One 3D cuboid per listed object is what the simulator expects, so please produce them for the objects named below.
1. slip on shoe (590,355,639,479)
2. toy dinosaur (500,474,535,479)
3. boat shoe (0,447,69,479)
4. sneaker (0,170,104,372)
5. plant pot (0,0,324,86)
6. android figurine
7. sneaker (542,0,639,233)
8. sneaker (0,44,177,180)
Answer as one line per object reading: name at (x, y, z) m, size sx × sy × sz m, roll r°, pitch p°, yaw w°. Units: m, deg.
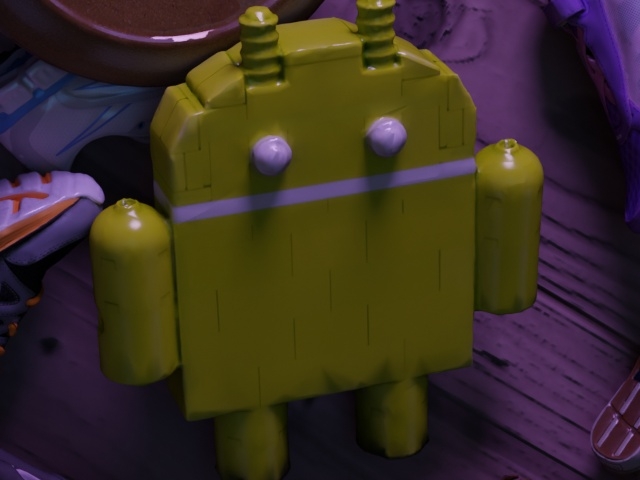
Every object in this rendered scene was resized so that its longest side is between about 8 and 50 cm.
slip on shoe at (0.210, 0.082, 1.160) m, size 0.135 × 0.051 × 0.041 m, roll -53°, pitch 139°, yaw -11°
toy dinosaur at (0.254, 0.166, 1.112) m, size 0.322 × 0.164 × 0.218 m, roll -5°, pitch 131°, yaw -39°
boat shoe at (-0.174, 0.155, 1.005) m, size 0.112 × 0.095 × 0.335 m, roll -40°, pitch 121°, yaw 11°
sneaker at (-0.192, 0.044, 1.042) m, size 0.215 × 0.084 × 0.083 m, roll -38°, pitch 108°, yaw 8°
plant pot at (-0.079, -0.190, 0.993) m, size 0.236 × 0.032 × 0.236 m, roll -5°, pitch 105°, yaw -17°
android figurine at (0.000, 0.000, 1.050) m, size 0.248 × 0.056 × 0.273 m, roll -8°, pitch 118°, yaw -17°
sneaker at (0.172, -0.119, 1.115) m, size 0.104 × 0.095 × 0.236 m, roll 1°, pitch 89°, yaw -6°
sneaker at (-0.094, -0.100, 1.070) m, size 0.190 × 0.071 × 0.083 m, roll -37°, pitch 114°, yaw -5°
